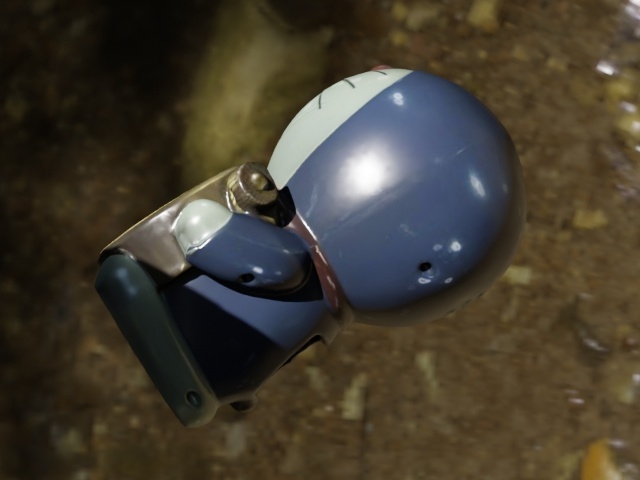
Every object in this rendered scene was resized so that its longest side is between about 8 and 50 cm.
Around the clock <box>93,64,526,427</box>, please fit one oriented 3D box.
[{"bbox_3d":[0.000,0.000,1.104,0.243,0.199,0.146,-30,83,-4],"label":"clock"}]
